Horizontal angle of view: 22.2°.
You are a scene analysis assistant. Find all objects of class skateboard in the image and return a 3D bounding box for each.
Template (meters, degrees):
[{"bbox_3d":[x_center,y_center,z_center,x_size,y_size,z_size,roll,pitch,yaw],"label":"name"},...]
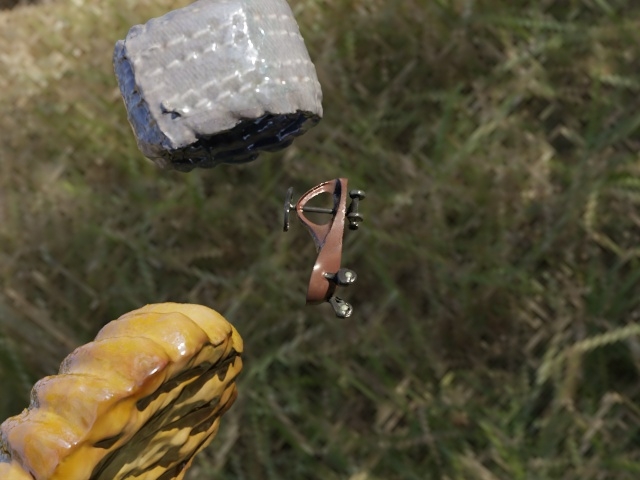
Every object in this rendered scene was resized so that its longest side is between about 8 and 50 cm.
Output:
[{"bbox_3d":[0.000,0.000,1.607,0.067,0.080,0.151,94,-178,-53],"label":"skateboard"}]

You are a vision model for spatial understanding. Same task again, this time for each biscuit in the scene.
[{"bbox_3d":[-0.197,0.182,1.444,0.326,0.107,0.326,-46,-18,-20],"label":"biscuit"}]

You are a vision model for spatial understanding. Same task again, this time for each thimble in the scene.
[{"bbox_3d":[-0.121,-0.187,1.957,0.205,0.236,0.172,-42,63,54],"label":"thimble"}]
